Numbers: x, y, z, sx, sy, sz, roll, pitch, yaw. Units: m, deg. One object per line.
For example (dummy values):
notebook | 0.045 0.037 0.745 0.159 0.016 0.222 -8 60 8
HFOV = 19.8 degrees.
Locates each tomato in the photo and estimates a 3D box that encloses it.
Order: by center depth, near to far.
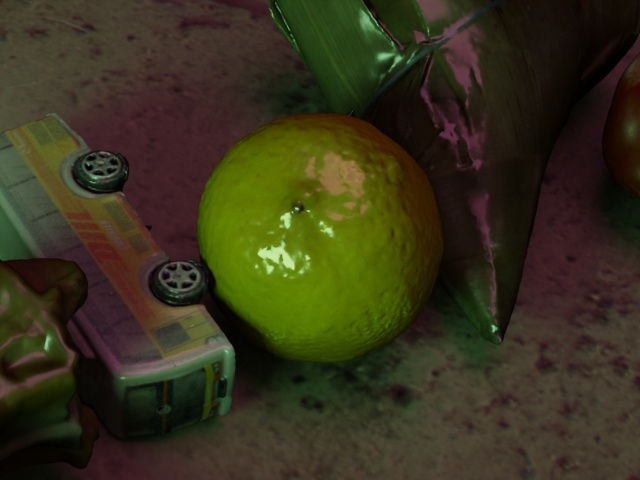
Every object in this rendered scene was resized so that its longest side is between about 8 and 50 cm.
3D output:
tomato | 0.284 -0.092 1.556 0.174 0.082 0.166 11 69 -55

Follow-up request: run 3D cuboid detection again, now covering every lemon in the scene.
lemon | 0.000 0.000 1.318 0.178 0.203 0.178 -2 71 6

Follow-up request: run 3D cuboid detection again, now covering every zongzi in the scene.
zongzi | 0.171 -0.103 1.530 0.356 0.174 0.393 -8 63 -41

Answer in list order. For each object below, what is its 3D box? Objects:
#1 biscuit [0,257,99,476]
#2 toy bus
biscuit | -0.183 0.176 1.095 0.268 0.115 0.366 -26 59 -33
toy bus | -0.160 0.023 1.309 0.106 0.092 0.268 -21 54 -25
